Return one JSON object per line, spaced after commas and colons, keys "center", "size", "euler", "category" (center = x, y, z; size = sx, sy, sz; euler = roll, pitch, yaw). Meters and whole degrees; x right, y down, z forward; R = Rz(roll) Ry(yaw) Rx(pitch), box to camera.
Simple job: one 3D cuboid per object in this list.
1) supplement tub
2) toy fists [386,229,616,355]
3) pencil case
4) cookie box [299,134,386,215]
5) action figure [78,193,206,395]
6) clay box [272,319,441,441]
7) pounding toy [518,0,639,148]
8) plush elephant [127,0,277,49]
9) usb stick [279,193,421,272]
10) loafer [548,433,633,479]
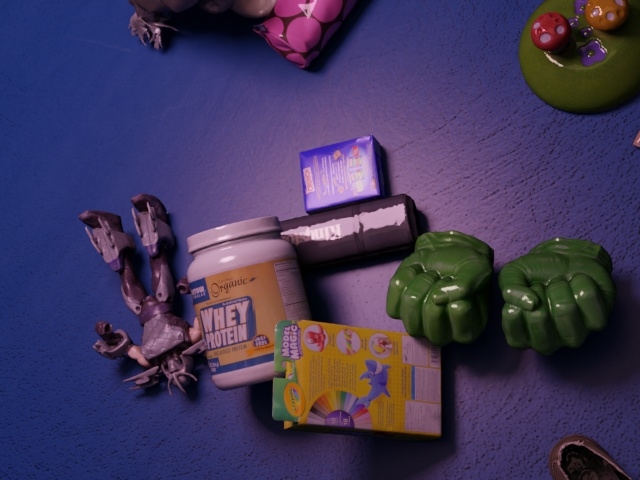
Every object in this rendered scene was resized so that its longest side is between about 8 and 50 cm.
{"center": [-0.089, 0.080, 1.586], "size": [0.144, 0.144, 0.200], "euler": [-16, 86, 15], "category": "supplement tub"}
{"center": [0.216, 0.062, 1.505], "size": [0.279, 0.096, 0.142], "euler": [4, 49, 21], "category": "toy fists"}
{"center": [-0.001, -0.353, 1.759], "size": [0.098, 0.095, 0.209], "euler": [34, 84, 40], "category": "pencil case"}
{"center": [0.030, -0.086, 1.682], "size": [0.107, 0.040, 0.092], "euler": [-12, 69, 16], "category": "cookie box"}
{"center": [-0.232, 0.082, 1.695], "size": [0.185, 0.099, 0.285], "euler": [-24, 69, 6], "category": "action figure"}
{"center": [0.039, 0.171, 1.512], "size": [0.222, 0.053, 0.128], "euler": [9, 70, -21], "category": "clay box"}
{"center": [0.355, -0.253, 1.577], "size": [0.237, 0.110, 0.183], "euler": [35, 87, 27], "category": "pounding toy"}
{"center": [-0.168, -0.441, 1.774], "size": [0.272, 0.330, 0.255], "euler": [43, 68, 14], "category": "plush elephant"}
{"center": [0.000, 0.000, 1.659], "size": [0.278, 0.045, 0.077], "euler": [-12, 82, 17], "category": "usb stick"}
{"center": [0.341, 0.322, 1.400], "size": [0.094, 0.087, 0.251], "euler": [-43, 63, 2], "category": "loafer"}
